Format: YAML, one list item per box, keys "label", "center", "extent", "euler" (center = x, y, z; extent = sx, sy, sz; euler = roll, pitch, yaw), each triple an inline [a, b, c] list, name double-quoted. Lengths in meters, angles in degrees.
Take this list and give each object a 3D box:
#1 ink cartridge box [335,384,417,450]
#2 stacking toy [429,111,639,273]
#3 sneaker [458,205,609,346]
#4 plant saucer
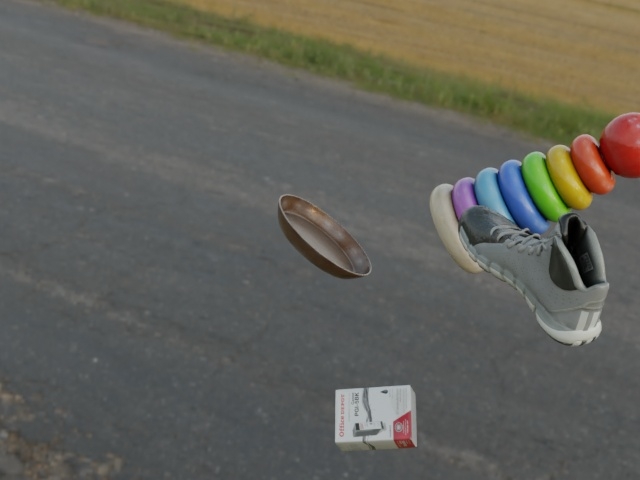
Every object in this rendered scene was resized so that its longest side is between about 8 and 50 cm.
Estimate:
- label: "ink cartridge box"
  center: [0.095, 0.307, 1.855]
  extent: [0.135, 0.099, 0.056]
  euler: [-6, -26, 13]
- label: "stacking toy"
  center: [0.326, -0.077, 1.506]
  extent: [0.330, 0.141, 0.141]
  euler: [-26, 4, 22]
- label: "sneaker"
  center: [0.252, 0.001, 1.223]
  extent: [0.086, 0.132, 0.228]
  euler: [-20, 50, -28]
- label: "plant saucer"
  center: [0.000, 0.000, 1.533]
  extent: [0.168, 0.029, 0.168]
  euler: [37, 19, -15]
